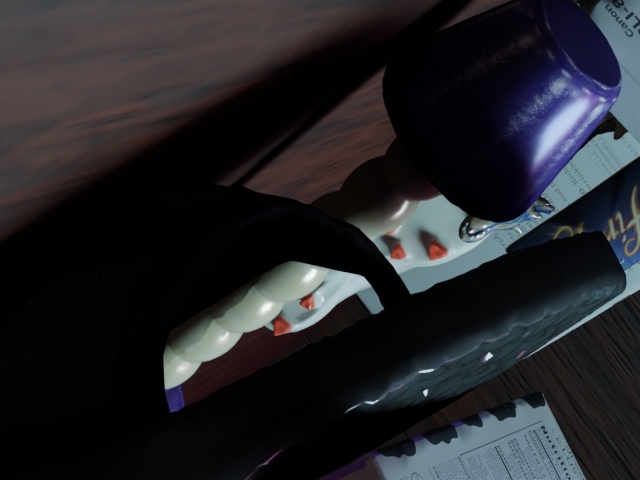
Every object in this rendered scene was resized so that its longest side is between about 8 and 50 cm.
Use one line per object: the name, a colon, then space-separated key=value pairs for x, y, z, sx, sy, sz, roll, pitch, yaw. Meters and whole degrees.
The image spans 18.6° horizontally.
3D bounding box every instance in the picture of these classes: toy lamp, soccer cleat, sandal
toy lamp: x=0.000 y=0.000 z=0.768 sx=0.275 sy=0.080 sz=0.080 roll=-39 pitch=176 yaw=29
soccer cleat: x=0.036 y=-0.005 z=1.186 sx=0.196 sy=0.068 sz=0.076 roll=-30 pitch=-175 yaw=30
sandal: x=-0.091 y=0.055 z=0.602 sx=0.446 sy=0.107 sz=0.167 roll=-20 pitch=171 yaw=-27

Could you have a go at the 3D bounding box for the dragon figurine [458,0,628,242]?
dragon figurine: x=0.175 y=-0.106 z=0.980 sx=0.289 sy=0.085 sz=0.144 roll=-36 pitch=176 yaw=0

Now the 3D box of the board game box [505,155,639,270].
board game box: x=0.206 y=-0.046 z=1.000 sx=0.165 sy=0.042 sz=0.243 roll=-36 pitch=176 yaw=27

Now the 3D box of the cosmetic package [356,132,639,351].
cosmetic package: x=0.195 y=-0.044 z=1.407 sx=0.217 sy=0.156 sz=0.385 roll=-36 pitch=176 yaw=-31

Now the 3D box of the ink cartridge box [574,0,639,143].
ink cartridge box: x=0.201 y=-0.103 z=0.742 sx=0.176 sy=0.128 sz=0.127 roll=-45 pitch=-178 yaw=-30

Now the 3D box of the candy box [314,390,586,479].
candy box: x=-0.005 y=0.122 z=0.649 sx=0.165 sy=0.070 sz=0.196 roll=-29 pitch=171 yaw=19
